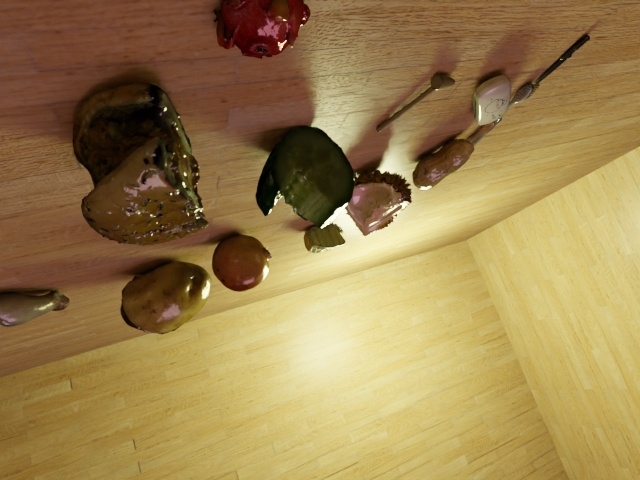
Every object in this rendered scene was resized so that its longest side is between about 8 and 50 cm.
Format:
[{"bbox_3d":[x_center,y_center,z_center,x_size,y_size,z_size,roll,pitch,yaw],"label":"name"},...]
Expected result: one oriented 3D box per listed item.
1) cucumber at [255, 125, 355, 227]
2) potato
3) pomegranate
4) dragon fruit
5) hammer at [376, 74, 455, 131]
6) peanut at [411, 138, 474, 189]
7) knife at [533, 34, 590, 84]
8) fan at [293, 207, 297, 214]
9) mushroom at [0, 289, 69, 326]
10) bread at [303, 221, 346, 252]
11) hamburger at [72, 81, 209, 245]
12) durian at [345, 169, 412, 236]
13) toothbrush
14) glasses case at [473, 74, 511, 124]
[{"bbox_3d":[-0.029,-0.127,0.902,0.191,0.191,0.130,-13,168,-24],"label":"cucumber"},{"bbox_3d":[-0.479,0.170,1.434,0.242,0.243,0.285,-25,159,25],"label":"potato"},{"bbox_3d":[-0.253,0.069,1.404,0.191,0.192,0.191,-18,167,-4],"label":"pomegranate"},{"bbox_3d":[-0.065,-0.262,0.531,0.126,0.068,0.112,-18,168,-1],"label":"dragon fruit"},{"bbox_3d":[0.194,-0.285,0.927,0.060,0.028,0.195,-16,172,-43],"label":"hammer"},{"bbox_3d":[0.346,-0.218,1.266,0.099,0.100,0.214,-6,163,-46],"label":"peanut"},{"bbox_3d":[0.533,-0.397,0.976,0.023,0.010,0.170,-9,167,-16],"label":"knife"},{"bbox_3d":[0.021,-0.123,1.363,0.219,0.009,0.132,-21,168,8],"label":"fan"},{"bbox_3d":[-0.831,0.182,1.236,0.116,0.093,0.225,-10,-176,34],"label":"mushroom"},{"bbox_3d":[0.004,0.001,1.643,0.156,0.103,0.110,-2,155,-34],"label":"bread"},{"bbox_3d":[-0.283,-0.095,0.675,0.192,0.168,0.288,-20,168,-6],"label":"hamburger"},{"bbox_3d":[0.166,-0.134,1.278,0.138,0.183,0.250,-54,-179,-28],"label":"durian"},{"bbox_3d":[0.454,-0.306,1.195,0.037,0.028,0.375,-20,168,-21],"label":"toothbrush"},{"bbox_3d":[0.392,-0.318,1.005,0.076,0.050,0.197,-22,167,15],"label":"glasses case"}]
